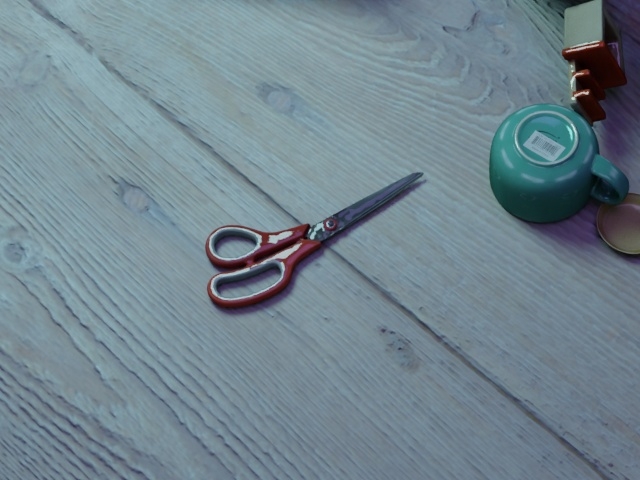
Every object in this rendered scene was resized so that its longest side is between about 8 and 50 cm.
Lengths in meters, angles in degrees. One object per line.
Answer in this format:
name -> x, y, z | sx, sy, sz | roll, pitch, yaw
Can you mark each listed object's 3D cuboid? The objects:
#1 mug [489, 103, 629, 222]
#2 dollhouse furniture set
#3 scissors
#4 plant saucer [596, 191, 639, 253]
mug -> 0.282, -0.101, 1.446 | 0.157, 0.097, 0.129 | -10, 63, 3
dollhouse furniture set -> 0.428, -0.232, 1.434 | 0.259, 0.262, 0.135 | -11, 63, 27
scissors -> 0.000, 0.000, 1.462 | 0.297, 0.021, 0.109 | -16, 62, -6
plant saucer -> 0.374, -0.019, 1.455 | 0.083, 0.015, 0.083 | -1, 64, 2
